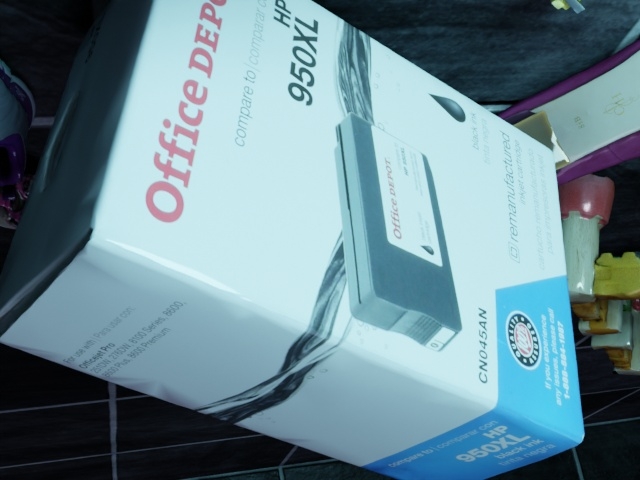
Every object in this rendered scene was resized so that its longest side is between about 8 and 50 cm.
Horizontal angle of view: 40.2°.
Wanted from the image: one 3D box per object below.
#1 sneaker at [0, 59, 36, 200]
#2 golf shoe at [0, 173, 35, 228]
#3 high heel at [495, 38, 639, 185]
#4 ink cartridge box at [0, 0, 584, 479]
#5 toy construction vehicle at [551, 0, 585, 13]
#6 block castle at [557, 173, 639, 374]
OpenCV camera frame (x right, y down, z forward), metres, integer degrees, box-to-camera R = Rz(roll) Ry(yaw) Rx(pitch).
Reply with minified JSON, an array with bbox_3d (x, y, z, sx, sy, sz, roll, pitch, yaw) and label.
[{"bbox_3d":[-0.281,-0.114,0.666,0.083,0.098,0.223,-14,157,8],"label":"sneaker"},{"bbox_3d":[-0.265,-0.033,0.917,0.086,0.067,0.186,5,173,44],"label":"golf shoe"},{"bbox_3d":[0.329,-0.147,0.893,0.377,0.127,0.181,-18,-177,8],"label":"high heel"},{"bbox_3d":[-0.002,-0.009,0.667,0.395,0.285,0.166,25,141,-27],"label":"ink cartridge box"},{"bbox_3d":[0.224,-0.222,0.713,0.086,0.035,0.098,-26,152,31],"label":"toy construction vehicle"},{"bbox_3d":[0.506,0.037,1.192,0.303,0.212,0.453,-3,156,29],"label":"block castle"}]
